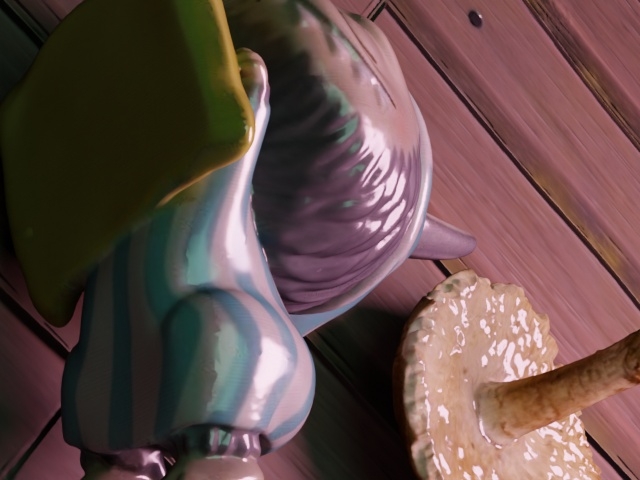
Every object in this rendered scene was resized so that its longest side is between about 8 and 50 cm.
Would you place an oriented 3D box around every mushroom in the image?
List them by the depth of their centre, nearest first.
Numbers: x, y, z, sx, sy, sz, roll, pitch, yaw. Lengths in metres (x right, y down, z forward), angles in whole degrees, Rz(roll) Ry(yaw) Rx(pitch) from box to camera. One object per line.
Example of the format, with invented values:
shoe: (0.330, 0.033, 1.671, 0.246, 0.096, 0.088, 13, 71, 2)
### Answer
mushroom: (0.187, 0.086, 1.152, 0.233, 0.302, 0.208, 14, 28, -51)

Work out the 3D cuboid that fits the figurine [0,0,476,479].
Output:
figurine: (0.000, 0.000, 1.034, 0.377, 0.266, 0.361, 7, 73, -39)
